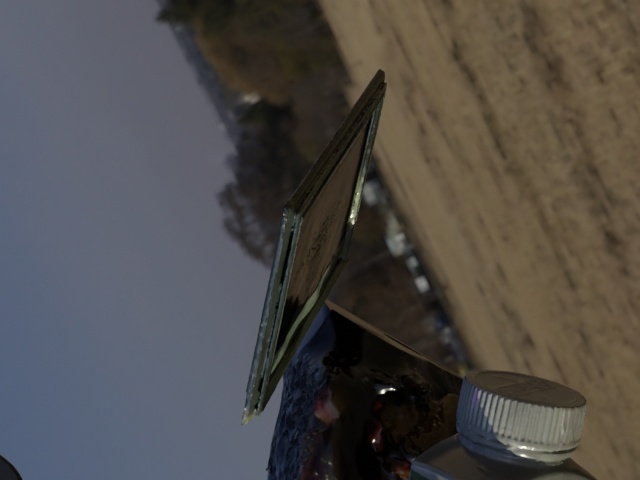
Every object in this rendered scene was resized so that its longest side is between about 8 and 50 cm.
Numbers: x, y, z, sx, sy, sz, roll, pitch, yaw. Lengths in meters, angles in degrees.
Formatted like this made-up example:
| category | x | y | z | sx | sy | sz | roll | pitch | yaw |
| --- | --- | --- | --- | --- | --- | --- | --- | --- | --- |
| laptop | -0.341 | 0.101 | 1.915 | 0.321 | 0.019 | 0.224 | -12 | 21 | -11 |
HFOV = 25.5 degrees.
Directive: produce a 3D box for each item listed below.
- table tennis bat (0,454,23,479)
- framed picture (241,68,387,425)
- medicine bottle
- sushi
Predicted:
| category | x | y | z | sx | sy | sz | roll | pitch | yaw |
| --- | --- | --- | --- | --- | --- | --- | --- | --- | --- |
| table tennis bat | -0.334 | 0.218 | 1.290 | 0.156 | 0.087 | 0.013 | 30 | -172 | 20 |
| framed picture | 0.000 | 0.000 | 1.280 | 0.293 | 0.018 | 0.231 | -58 | -16 | -56 |
| medicine bottle | 0.127 | 0.194 | 1.000 | 0.088 | 0.132 | 0.188 | 20 | 103 | 49 |
| sushi | 0.046 | 0.217 | 1.410 | 0.215 | 0.227 | 0.212 | 30 | -178 | -8 |
